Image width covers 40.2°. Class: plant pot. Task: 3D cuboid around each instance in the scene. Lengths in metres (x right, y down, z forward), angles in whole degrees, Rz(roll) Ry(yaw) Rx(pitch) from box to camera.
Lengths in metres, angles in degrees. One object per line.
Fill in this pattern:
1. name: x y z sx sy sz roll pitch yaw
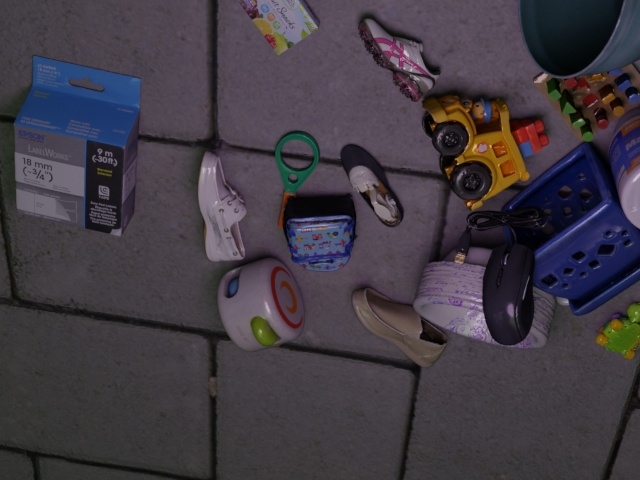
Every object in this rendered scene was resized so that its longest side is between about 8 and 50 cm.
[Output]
1. plant pot: 0.491 -0.415 1.455 0.196 0.293 0.293 -2 125 -21
2. plant pot: 0.514 -0.009 1.708 0.212 0.236 0.236 39 119 -20

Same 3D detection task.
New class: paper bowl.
1. paper bowl: 0.344 0.111 1.810 0.284 0.148 0.284 18 166 5

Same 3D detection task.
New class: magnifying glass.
1. magnifying glass: -0.059 -0.126 1.859 0.092 0.026 0.231 13 121 2

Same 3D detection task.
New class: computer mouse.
1. computer mouse: 0.315 0.057 1.629 0.184 0.262 0.060 4 171 43

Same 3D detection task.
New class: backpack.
1. backpack: 0.000 0.000 1.862 0.158 0.117 0.173 -2 130 -1

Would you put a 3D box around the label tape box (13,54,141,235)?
1. label tape box: -0.515 -0.194 1.849 0.240 0.106 0.334 12 123 2

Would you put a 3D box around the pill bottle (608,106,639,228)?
1. pill bottle: 0.604 -0.140 1.581 0.152 0.272 0.152 5 123 7

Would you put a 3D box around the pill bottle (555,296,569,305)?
1. pill bottle: 0.517 0.098 1.854 0.043 0.083 0.043 5 122 8

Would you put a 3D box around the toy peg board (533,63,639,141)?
1. toy peg board: 0.510 -0.275 1.631 0.160 0.079 0.161 -35 110 27

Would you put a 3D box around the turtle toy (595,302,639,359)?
1. turtle toy: 0.660 0.191 1.896 0.095 0.066 0.130 28 121 -9

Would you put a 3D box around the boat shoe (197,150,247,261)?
1. boat shoe: -0.204 -0.071 1.878 0.096 0.098 0.277 3 131 8

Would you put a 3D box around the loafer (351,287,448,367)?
1. loafer: 0.181 0.181 1.963 0.268 0.102 0.092 36 119 -23

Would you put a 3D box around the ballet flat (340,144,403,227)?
1. ballet flat: 0.108 -0.106 1.812 0.074 0.074 0.203 -27 113 24

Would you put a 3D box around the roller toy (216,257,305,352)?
1. roller toy: -0.135 0.145 1.940 0.146 0.209 0.191 -19 81 20

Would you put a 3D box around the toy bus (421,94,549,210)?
1. toy bus: 0.320 -0.199 1.684 0.211 0.149 0.220 -25 112 9

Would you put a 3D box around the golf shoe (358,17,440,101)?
1. golf shoe: 0.148 -0.356 1.663 0.086 0.067 0.186 -44 106 -1

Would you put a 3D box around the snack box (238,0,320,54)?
1. snack box: -0.081 -0.439 1.661 0.100 0.037 0.141 -30 112 23
